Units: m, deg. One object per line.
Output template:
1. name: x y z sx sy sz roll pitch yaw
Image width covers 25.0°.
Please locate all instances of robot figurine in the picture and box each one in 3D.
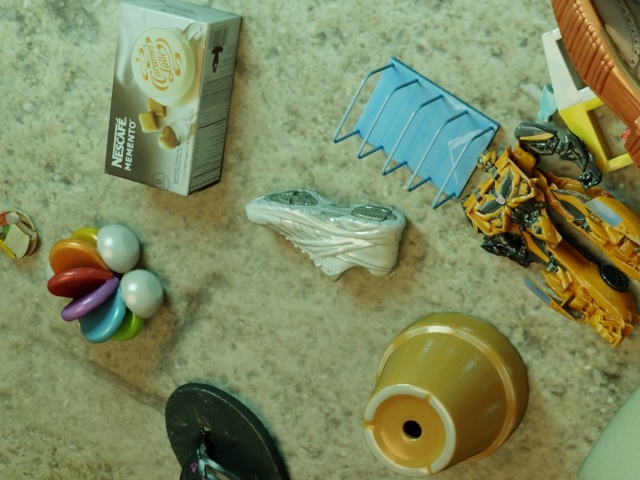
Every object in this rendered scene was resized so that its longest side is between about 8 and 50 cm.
1. robot figurine: 0.306 -0.011 1.814 0.291 0.085 0.211 41 127 9

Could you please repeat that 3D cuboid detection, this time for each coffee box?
1. coffee box: -0.207 -0.202 2.004 0.141 0.098 0.246 17 111 20

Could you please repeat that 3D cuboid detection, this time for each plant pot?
1. plant pot: 0.149 0.219 1.906 0.205 0.188 0.205 8 108 24

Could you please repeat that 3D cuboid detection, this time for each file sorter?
1. file sorter: 0.119 -0.136 1.866 0.170 0.104 0.118 34 116 13

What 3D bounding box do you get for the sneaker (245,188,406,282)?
1. sneaker: 0.000 0.000 1.974 0.232 0.090 0.115 14 114 23

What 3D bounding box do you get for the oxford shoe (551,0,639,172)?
1. oxford shoe: 0.381 -0.216 1.694 0.133 0.130 0.363 -28 84 -3

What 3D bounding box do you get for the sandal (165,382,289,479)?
1. sandal: -0.116 0.422 2.139 0.167 0.107 0.445 -18 97 29

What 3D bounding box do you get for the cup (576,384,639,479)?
1. cup: 0.500 0.235 1.700 0.331 0.331 0.237 22 90 18

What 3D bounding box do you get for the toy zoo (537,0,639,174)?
1. toy zoo: 0.398 -0.203 1.754 0.293 0.030 0.192 -23 94 29

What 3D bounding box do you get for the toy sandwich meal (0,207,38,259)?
1. toy sandwich meal: -0.473 -0.008 2.228 0.086 0.029 0.085 7 108 24

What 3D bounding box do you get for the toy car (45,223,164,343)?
1. toy car: -0.334 0.073 2.124 0.159 0.136 0.182 -26 93 29
